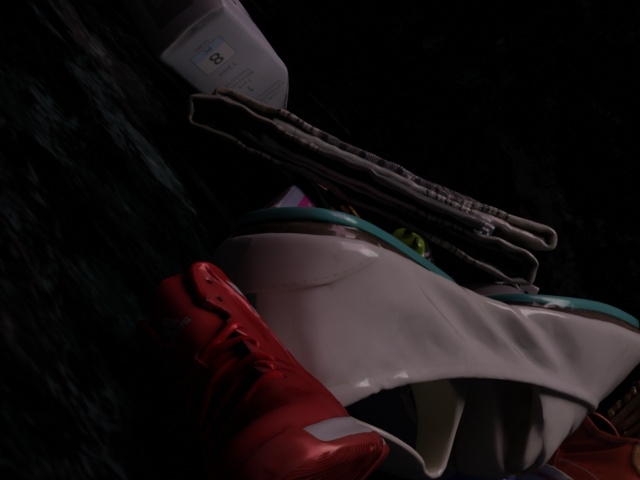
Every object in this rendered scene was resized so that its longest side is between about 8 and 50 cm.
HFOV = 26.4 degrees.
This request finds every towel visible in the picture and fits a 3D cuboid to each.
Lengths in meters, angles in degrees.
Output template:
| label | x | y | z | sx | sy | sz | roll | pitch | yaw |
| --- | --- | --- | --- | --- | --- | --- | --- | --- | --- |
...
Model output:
| label | x | y | z | sx | sy | sz | roll | pitch | yaw |
| --- | --- | --- | --- | --- | --- | --- | --- | --- | --- |
| towel | 0.042 | -0.060 | 1.185 | 0.312 | 0.056 | 0.324 | 27 | 5 | -2 |

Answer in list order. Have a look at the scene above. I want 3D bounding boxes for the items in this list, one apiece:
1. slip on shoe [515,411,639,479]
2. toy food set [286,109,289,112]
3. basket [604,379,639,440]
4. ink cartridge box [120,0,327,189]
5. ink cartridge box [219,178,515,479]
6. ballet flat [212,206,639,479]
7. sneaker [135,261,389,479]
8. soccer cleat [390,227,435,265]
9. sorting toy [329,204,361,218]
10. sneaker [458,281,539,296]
| label | x | y | z | sx | sy | sz | roll | pitch | yaw |
| --- | --- | --- | --- | --- | --- | --- | --- | --- | --- |
| slip on shoe | 0.206 | 0.193 | 1.147 | 0.123 | 0.101 | 0.331 | 56 | -7 | -5 |
| toy food set | -0.031 | -0.140 | 1.717 | 0.078 | 0.019 | 0.122 | 48 | 9 | -20 |
| basket | 0.470 | 0.281 | 1.636 | 0.223 | 0.299 | 0.213 | 40 | 12 | -44 |
| ink cartridge box | -0.115 | -0.243 | 1.468 | 0.308 | 0.091 | 0.385 | 56 | 10 | 29 |
| ink cartridge box | 0.055 | 0.096 | 1.015 | 0.311 | 0.065 | 0.186 | 52 | 8 | -4 |
| ballet flat | 0.078 | 0.084 | 0.838 | 0.400 | 0.139 | 0.139 | 18 | 31 | -49 |
| sneaker | -0.043 | 0.071 | 0.576 | 0.128 | 0.087 | 0.221 | 44 | -5 | 10 |
| soccer cleat | 0.115 | 0.056 | 1.552 | 0.072 | 0.060 | 0.179 | 57 | 9 | -41 |
| sorting toy | 0.039 | -0.001 | 1.411 | 0.102 | 0.042 | 0.061 | 44 | 11 | -42 |
| sneaker | 0.141 | 0.066 | 1.160 | 0.105 | 0.115 | 0.281 | 48 | -12 | 2 |
